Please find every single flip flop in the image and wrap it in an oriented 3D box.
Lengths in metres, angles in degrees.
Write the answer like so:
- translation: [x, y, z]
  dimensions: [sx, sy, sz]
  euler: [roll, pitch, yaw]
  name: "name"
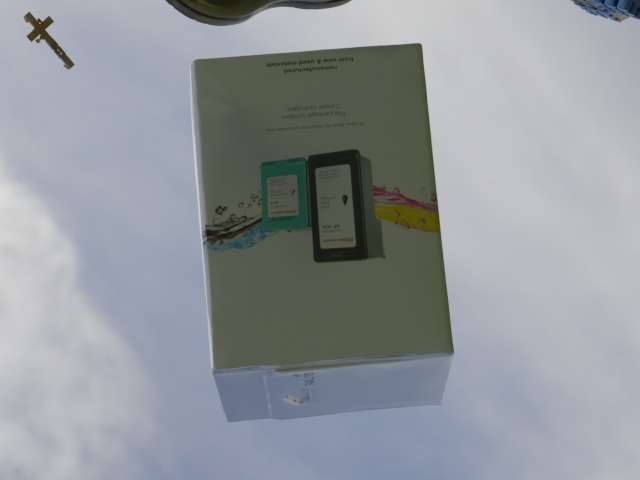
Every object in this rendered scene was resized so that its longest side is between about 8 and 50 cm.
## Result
- translation: [-0.069, -0.314, 2.142]
  dimensions: [0.277, 0.080, 0.112]
  euler: [-8, -132, -29]
  name: "flip flop"

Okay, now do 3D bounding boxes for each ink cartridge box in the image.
- translation: [0.000, 0.000, 1.560]
  dimensions: [0.198, 0.197, 0.270]
  euler: [88, 177, -73]
  name: "ink cartridge box"

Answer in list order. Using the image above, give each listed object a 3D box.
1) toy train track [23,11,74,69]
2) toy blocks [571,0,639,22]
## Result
- translation: [-0.329, -0.239, 2.214]
  dimensions: [0.083, 0.014, 0.048]
  euler: [50, -132, -12]
  name: "toy train track"
- translation: [0.382, -0.378, 2.215]
  dimensions: [0.381, 0.261, 0.191]
  euler: [23, -177, 34]
  name: "toy blocks"
